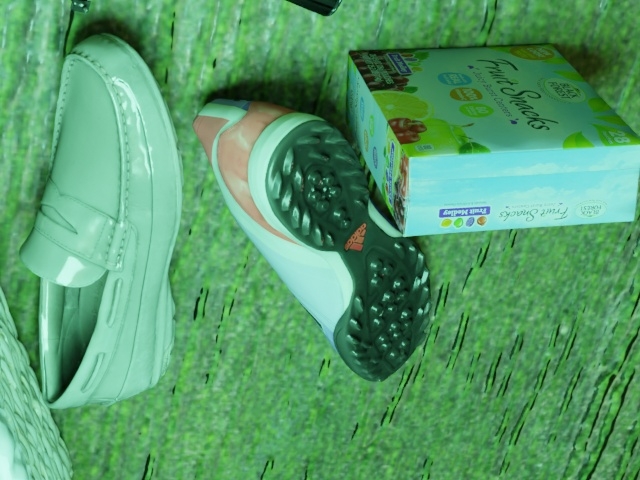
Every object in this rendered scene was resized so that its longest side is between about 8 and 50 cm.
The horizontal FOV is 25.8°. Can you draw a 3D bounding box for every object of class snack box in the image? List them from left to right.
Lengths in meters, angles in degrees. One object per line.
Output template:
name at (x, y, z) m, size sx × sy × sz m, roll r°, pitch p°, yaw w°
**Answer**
snack box at (0.124, -0.082, 1.059) m, size 0.175 × 0.207 × 0.070 m, roll -3°, pitch 120°, yaw -9°

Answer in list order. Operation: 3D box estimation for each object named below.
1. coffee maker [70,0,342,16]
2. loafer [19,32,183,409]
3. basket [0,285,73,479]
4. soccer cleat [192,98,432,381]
coffee maker at (-0.066, -0.229, 1.004) m, size 0.178 × 0.120 × 0.171 m, roll 16°, pitch 138°, yaw -19°
loafer at (-0.175, -0.002, 1.086) m, size 0.111 × 0.112 × 0.319 m, roll -23°, pitch 128°, yaw -37°
basket at (-0.360, 0.201, 1.066) m, size 0.331 × 0.266 × 0.328 m, roll -14°, pitch 126°, yaw -2°
soccer cleat at (0.000, 0.000, 1.155) m, size 0.108 × 0.116 × 0.318 m, roll -48°, pitch 139°, yaw -15°
